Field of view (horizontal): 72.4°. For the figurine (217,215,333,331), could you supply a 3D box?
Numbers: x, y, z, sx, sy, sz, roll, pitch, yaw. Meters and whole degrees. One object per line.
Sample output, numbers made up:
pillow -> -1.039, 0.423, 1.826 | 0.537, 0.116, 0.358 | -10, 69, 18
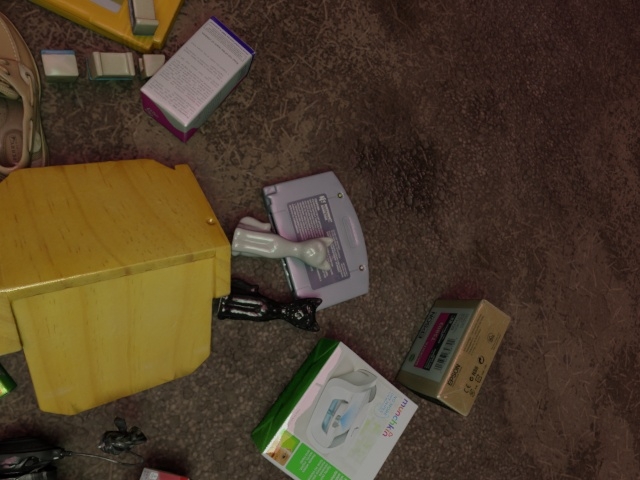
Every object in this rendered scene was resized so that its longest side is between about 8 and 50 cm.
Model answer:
figurine -> -0.084, 0.073, 0.898 | 0.210, 0.092, 0.214 | 11, 90, -7

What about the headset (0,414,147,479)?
headset -> -0.469, 0.417, 0.685 | 0.394, 0.185, 0.243 | -28, 76, -15

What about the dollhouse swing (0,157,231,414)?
dollhouse swing -> -0.378, 0.076, 0.794 | 0.347, 0.305, 0.315 | -13, 55, -32

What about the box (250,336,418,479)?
box -> 0.029, 0.381, 0.921 | 0.231, 0.127, 0.262 | 42, 72, -9

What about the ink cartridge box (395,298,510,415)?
ink cartridge box -> 0.292, 0.250, 0.988 | 0.088, 0.193, 0.234 | 34, 74, -11

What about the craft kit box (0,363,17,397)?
craft kit box -> -0.702, 0.226, 0.720 | 0.247, 0.061, 0.249 | -34, 96, -17

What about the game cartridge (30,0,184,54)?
game cartridge -> -0.440, -0.570, 0.896 | 0.324, 0.053, 0.285 | 21, 78, -15

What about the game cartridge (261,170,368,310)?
game cartridge -> 0.000, 0.000, 0.988 | 0.196, 0.060, 0.294 | -16, 90, -17

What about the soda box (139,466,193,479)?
soda box -> -0.299, 0.531, 0.728 | 0.084, 0.092, 0.263 | 14, 59, -2

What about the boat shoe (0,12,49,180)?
boat shoe -> -0.573, -0.273, 0.786 | 0.122, 0.110, 0.341 | -17, 90, -20

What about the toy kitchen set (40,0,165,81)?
toy kitchen set -> -0.422, -0.393, 0.833 | 0.207, 0.122, 0.166 | -12, 107, -30

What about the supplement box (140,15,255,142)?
supplement box -> -0.252, -0.327, 0.903 | 0.114, 0.111, 0.220 | 38, 73, -12
